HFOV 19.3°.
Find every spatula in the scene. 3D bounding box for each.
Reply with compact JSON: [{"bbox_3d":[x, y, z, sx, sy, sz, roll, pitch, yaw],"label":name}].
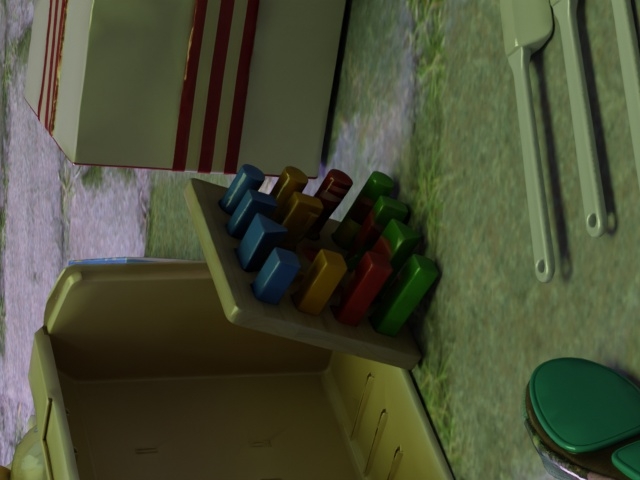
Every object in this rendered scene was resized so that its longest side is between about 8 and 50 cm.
[{"bbox_3d":[0.159,-0.104,1.171,0.168,0.019,0.242,-37,55,57],"label":"spatula"}]

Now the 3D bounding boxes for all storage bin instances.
[{"bbox_3d":[-0.068,0.144,1.401,0.262,0.260,0.123,-111,27,-46],"label":"storage bin"}]

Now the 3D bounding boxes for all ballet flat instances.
[{"bbox_3d":[0.174,0.133,1.038,0.221,0.077,0.079,-145,40,-65],"label":"ballet flat"}]

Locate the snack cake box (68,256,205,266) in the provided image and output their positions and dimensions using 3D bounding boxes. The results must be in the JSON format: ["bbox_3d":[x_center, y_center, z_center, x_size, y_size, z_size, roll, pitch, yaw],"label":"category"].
[{"bbox_3d":[-0.198,0.096,1.983,0.264,0.089,0.152,175,98,-69],"label":"snack cake box"}]

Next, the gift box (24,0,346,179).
[{"bbox_3d":[-0.130,-0.207,1.595,0.255,0.276,0.258,38,122,59],"label":"gift box"}]

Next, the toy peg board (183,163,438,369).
[{"bbox_3d":[0.000,0.000,1.395,0.079,0.160,0.161,-58,33,25],"label":"toy peg board"}]

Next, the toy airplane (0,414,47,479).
[{"bbox_3d":[-0.237,0.272,1.506,0.272,0.384,0.386,-54,43,10],"label":"toy airplane"}]
